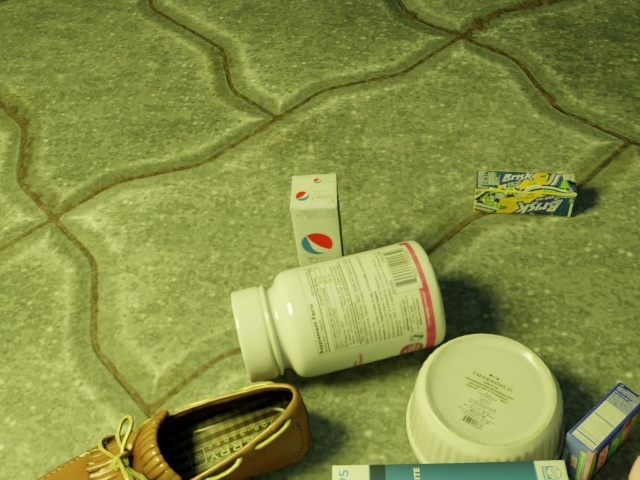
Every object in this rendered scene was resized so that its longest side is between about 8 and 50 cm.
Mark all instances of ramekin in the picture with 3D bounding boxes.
[{"bbox_3d":[0.217,0.220,0.873,0.207,0.109,0.207,-4,47,4],"label":"ramekin"}]

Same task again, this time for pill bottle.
[{"bbox_3d":[0.023,0.106,0.969,0.283,0.160,0.160,-13,47,-5],"label":"pill bottle"}]

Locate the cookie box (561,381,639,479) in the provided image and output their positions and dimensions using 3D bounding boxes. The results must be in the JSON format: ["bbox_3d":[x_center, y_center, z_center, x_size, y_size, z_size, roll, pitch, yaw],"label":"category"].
[{"bbox_3d":[0.355,0.246,0.842,0.107,0.091,0.040,-34,49,-21],"label":"cookie box"}]

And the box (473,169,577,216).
[{"bbox_3d":[0.356,-0.083,1.168,0.169,0.059,0.054,4,49,12],"label":"box"}]

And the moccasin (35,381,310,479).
[{"bbox_3d":[-0.197,0.280,0.846,0.380,0.146,0.139,-15,47,-6],"label":"moccasin"}]

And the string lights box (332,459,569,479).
[{"bbox_3d":[0.148,0.319,0.772,0.260,0.133,0.076,-3,48,5],"label":"string lights box"}]

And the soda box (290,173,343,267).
[{"bbox_3d":[0.000,0.000,1.032,0.069,0.216,0.073,-3,48,3],"label":"soda box"}]

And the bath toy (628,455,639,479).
[{"bbox_3d":[0.418,0.298,0.765,0.152,0.129,0.348,12,47,43],"label":"bath toy"}]
